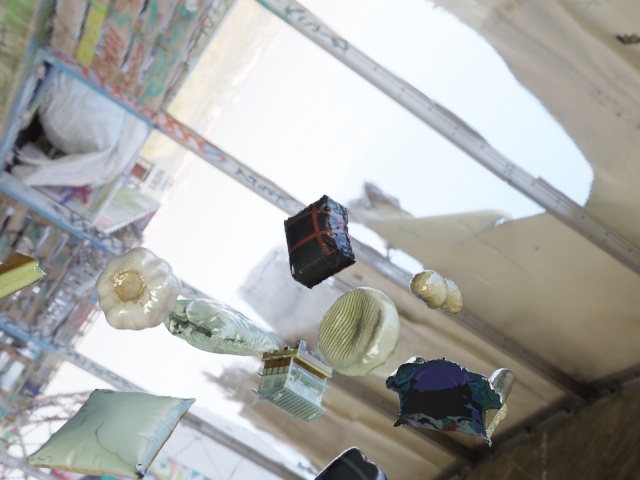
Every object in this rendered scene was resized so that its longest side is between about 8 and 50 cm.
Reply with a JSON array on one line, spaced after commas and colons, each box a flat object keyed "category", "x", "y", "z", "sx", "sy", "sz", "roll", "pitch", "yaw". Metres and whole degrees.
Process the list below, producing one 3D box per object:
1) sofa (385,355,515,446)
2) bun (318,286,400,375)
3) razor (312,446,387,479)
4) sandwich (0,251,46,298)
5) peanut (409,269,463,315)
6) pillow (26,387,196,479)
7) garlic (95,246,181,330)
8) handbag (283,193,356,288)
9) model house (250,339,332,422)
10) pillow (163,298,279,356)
[{"category": "sofa", "x": 0.299, "y": 0.330, "z": 1.551, "sx": 0.200, "sy": 0.258, "sz": 0.182, "roll": -11, "pitch": 103, "yaw": -64}, {"category": "bun", "x": 0.098, "y": 0.212, "z": 1.524, "sx": 0.222, "sy": 0.127, "sz": 0.222, "roll": -31, "pitch": -141, "yaw": 29}, {"category": "razor", "x": 0.044, "y": 0.815, "z": 2.135, "sx": 0.349, "sy": 0.113, "sz": 0.204, "roll": -42, "pitch": -141, "yaw": -19}, {"category": "sandwich", "x": -0.911, "y": 0.102, "z": 2.001, "sx": 0.244, "sy": 0.090, "sz": 0.088, "roll": -22, "pitch": -143, "yaw": 8}, {"category": "peanut", "x": 0.343, "y": 0.153, "z": 1.998, "sx": 0.086, "sy": 0.228, "sz": 0.104, "roll": -2, "pitch": -111, "yaw": 46}, {"category": "pillow", "x": -0.501, "y": 0.466, "z": 1.677, "sx": 0.310, "sy": 0.313, "sz": 0.119, "roll": -52, "pitch": 138, "yaw": -66}, {"category": "garlic", "x": -0.412, "y": 0.125, "z": 1.639, "sx": 0.199, "sy": 0.199, "sz": 0.226, "roll": -58, "pitch": 166, "yaw": -8}, {"category": "handbag", "x": 0.000, "y": 0.000, "z": 1.847, "sx": 0.169, "sy": 0.155, "sz": 0.215, "roll": -32, "pitch": -132, "yaw": 27}, {"category": "model house", "x": -0.093, "y": 0.475, "z": 2.324, "sx": 0.198, "sy": 0.224, "sz": 0.215, "roll": -16, "pitch": -131, "yaw": 36}, {"category": "pillow", "x": -0.303, "y": 0.263, "z": 2.057, "sx": 0.310, "sy": 0.283, "sz": 0.138, "roll": 22, "pitch": 88, "yaw": -57}]
